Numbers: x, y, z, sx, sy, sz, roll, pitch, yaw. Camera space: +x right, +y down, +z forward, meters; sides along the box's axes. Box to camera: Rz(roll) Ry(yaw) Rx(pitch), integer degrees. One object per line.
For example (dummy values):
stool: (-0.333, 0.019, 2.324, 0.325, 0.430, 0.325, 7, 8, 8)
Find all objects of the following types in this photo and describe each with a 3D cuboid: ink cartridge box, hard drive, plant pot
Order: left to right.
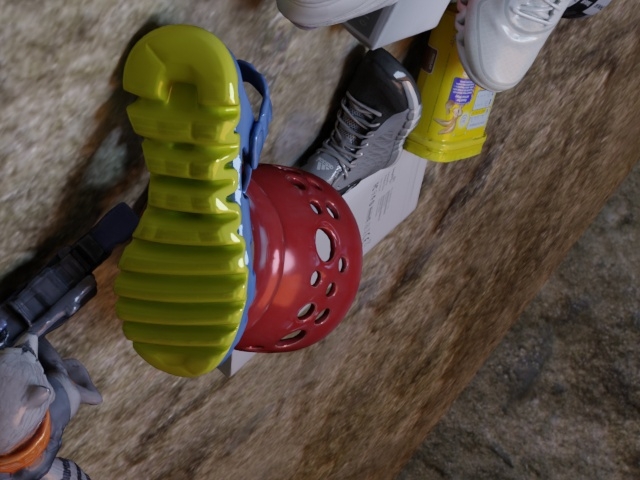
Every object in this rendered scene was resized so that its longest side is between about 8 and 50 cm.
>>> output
plant pot: (-0.080, 0.015, 1.369, 0.191, 0.191, 0.174, -54, 153, 16)
hard drive: (0.000, 0.000, 1.749, 0.353, 0.047, 0.233, -42, 161, -24)
ink cartridge box: (0.150, -0.335, 1.399, 0.239, 0.060, 0.275, -27, 152, -48)

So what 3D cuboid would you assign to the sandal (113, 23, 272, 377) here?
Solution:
sandal: (-0.098, -0.034, 1.214, 0.138, 0.126, 0.317, -42, 142, -66)

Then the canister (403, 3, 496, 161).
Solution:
canister: (0.162, -0.187, 1.642, 0.126, 0.073, 0.170, -17, 128, -53)

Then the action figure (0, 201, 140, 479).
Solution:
action figure: (-0.245, 0.142, 1.256, 0.341, 0.178, 0.330, -44, 171, -13)

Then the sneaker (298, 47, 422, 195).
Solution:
sneaker: (0.036, -0.110, 1.549, 0.132, 0.086, 0.229, -41, 162, -18)

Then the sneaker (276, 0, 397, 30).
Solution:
sneaker: (0.079, -0.290, 1.212, 0.305, 0.114, 0.152, -34, 168, -9)

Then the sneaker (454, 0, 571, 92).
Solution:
sneaker: (0.232, -0.287, 1.462, 0.110, 0.118, 0.292, 12, 108, -29)

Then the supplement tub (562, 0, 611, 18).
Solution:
supplement tub: (0.273, -0.320, 1.626, 0.117, 0.117, 0.190, -55, 162, 18)
